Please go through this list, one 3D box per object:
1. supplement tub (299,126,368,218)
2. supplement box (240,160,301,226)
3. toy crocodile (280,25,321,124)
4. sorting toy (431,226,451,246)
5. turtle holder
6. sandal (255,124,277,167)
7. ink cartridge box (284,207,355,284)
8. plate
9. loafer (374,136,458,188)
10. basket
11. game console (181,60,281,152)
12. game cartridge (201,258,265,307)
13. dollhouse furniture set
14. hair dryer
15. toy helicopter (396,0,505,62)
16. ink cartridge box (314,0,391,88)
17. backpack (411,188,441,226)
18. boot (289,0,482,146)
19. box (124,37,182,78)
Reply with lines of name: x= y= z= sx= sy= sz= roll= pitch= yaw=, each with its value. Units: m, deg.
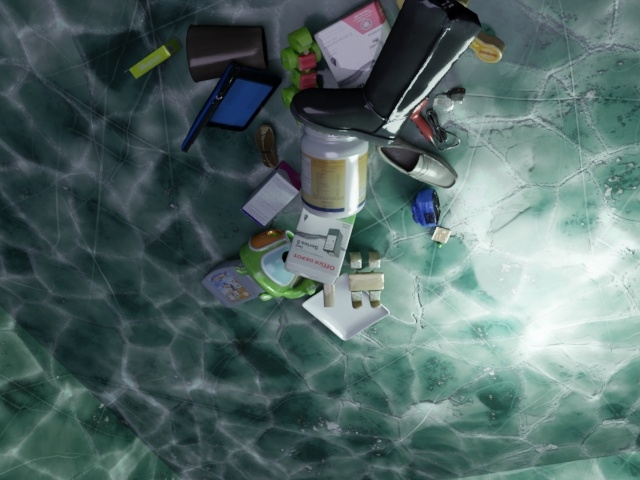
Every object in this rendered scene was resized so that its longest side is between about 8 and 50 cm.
supplement tub: x=0.045 y=-0.258 z=1.659 sx=0.228 sy=0.228 sz=0.317 roll=5 pitch=123 yaw=7
supplement box: x=-0.178 y=-0.173 z=1.827 sx=0.114 sy=0.111 sz=0.220 roll=39 pitch=122 yaw=-15
toy crocodile: x=-0.054 y=-0.507 z=1.543 sx=0.115 sy=0.105 sz=0.341 roll=-23 pitch=144 yaw=-20
sorting toy: x=0.457 y=-0.011 z=1.875 sx=0.061 sy=0.012 sz=0.083 roll=14 pitch=121 yaw=-5
turtle holder: x=-0.159 y=0.104 z=1.922 sx=0.227 sy=0.243 sz=0.320 roll=-37 pitch=85 yaw=13
sandal: x=-0.188 y=-0.342 z=1.761 sx=0.072 sy=0.049 sz=0.180 roll=6 pitch=139 yaw=13
ink cartridge box: x=0.000 y=0.000 z=1.804 sx=0.198 sy=0.273 sz=0.115 roll=17 pitch=159 yaw=-2
plate: x=0.109 y=0.282 z=2.114 sx=0.277 sy=0.045 sz=0.278 roll=42 pitch=120 yaw=-17
loafer: x=0.327 y=-0.259 z=1.675 sx=0.319 sy=0.111 sz=0.112 roll=25 pitch=124 yaw=-6
basket: x=-0.286 y=-0.593 z=1.537 sx=0.226 sy=0.205 sz=0.154 roll=-3 pitch=145 yaw=3
game console: x=-0.284 y=-0.402 z=1.565 sx=0.173 sy=0.250 sz=0.293 roll=29 pitch=138 yaw=-20
game cartridge: x=-0.376 y=0.181 z=2.089 sx=0.297 sy=0.062 sz=0.198 roll=-24 pitch=121 yaw=41
dollhouse furniture set: x=0.129 y=0.173 z=1.923 sx=0.241 sy=0.161 sz=0.212 roll=-2 pitch=111 yaw=0
hair dryer: x=0.323 y=-0.394 z=1.608 sx=0.293 sy=0.080 sz=0.224 roll=6 pitch=124 yaw=7
toy helicopter: x=0.366 y=-0.614 z=1.402 sx=0.354 sy=0.140 sz=0.235 roll=30 pitch=166 yaw=-12
ink cartridge box: x=0.139 y=-0.557 z=1.510 sx=0.207 sy=0.117 sz=0.283 roll=-20 pitch=117 yaw=22
backpack: x=0.378 y=-0.121 z=1.767 sx=0.101 sy=0.098 sz=0.120 roll=-4 pitch=123 yaw=17
boot: x=0.160 y=-0.472 z=1.329 sx=0.366 sy=0.146 sz=0.445 roll=6 pitch=148 yaw=-24
box: x=-0.550 y=-0.596 z=1.617 sx=0.178 sy=0.109 sz=0.042 roll=-22 pitch=118 yaw=23
